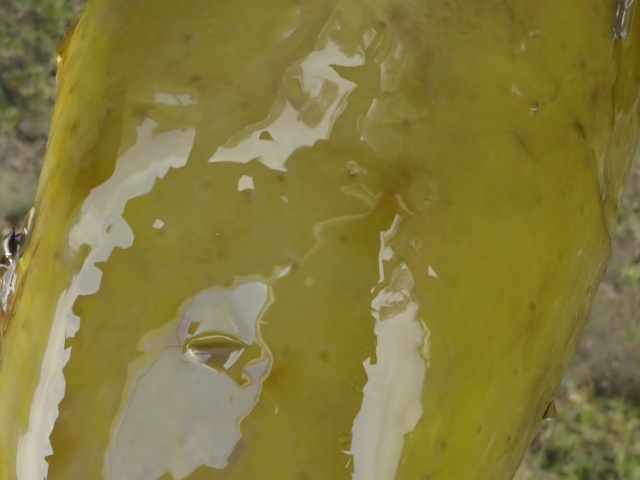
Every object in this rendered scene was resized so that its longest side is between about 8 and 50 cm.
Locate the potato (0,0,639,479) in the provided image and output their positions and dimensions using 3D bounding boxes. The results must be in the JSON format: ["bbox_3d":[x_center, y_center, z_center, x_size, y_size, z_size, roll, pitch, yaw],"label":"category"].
[{"bbox_3d":[0.000,0.000,0.441,0.140,0.300,0.173,17,162,21],"label":"potato"}]
